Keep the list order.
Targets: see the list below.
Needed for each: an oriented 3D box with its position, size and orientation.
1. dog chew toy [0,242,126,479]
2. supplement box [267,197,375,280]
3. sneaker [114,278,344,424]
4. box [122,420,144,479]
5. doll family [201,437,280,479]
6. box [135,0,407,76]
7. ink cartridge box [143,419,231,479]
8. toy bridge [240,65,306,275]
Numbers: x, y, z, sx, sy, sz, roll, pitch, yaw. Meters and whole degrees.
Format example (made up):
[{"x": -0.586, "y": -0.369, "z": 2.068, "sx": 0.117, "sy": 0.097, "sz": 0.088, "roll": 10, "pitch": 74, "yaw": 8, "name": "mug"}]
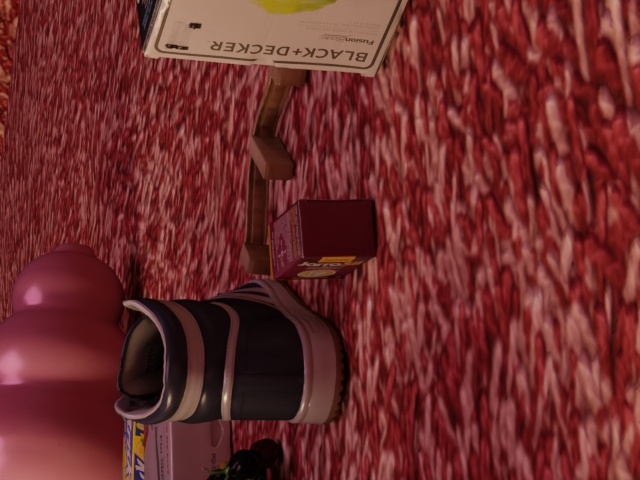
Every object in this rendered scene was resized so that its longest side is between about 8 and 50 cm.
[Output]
[{"x": -0.300, "y": 0.166, "z": 1.952, "sx": 0.206, "sy": 0.207, "sz": 0.331, "roll": 137, "pitch": 141, "yaw": -67, "name": "dog chew toy"}, {"x": 0.000, "y": 0.000, "z": 1.193, "sx": 0.083, "sy": 0.055, "sz": 0.043, "roll": 142, "pitch": 126, "yaw": -69, "name": "supplement box"}, {"x": -0.093, "y": 0.082, "z": 1.322, "sx": 0.282, "sy": 0.153, "sz": 0.099, "roll": -164, "pitch": 76, "yaw": -73, "name": "sneaker"}, {"x": -0.172, "y": 0.230, "z": 1.745, "sx": 0.059, "sy": 0.054, "sz": 0.168, "roll": -165, "pitch": 77, "yaw": -72, "name": "box"}, {"x": -0.052, "y": 0.222, "z": 1.329, "sx": 0.193, "sy": 0.076, "sz": 0.111, "roll": -127, "pitch": 46, "yaw": -57, "name": "doll family"}, {"x": -0.048, "y": -0.253, "z": 1.182, "sx": 0.087, "sy": 0.169, "sz": 0.290, "roll": 116, "pitch": 152, "yaw": -49, "name": "box"}, {"x": -0.126, "y": 0.188, "z": 1.592, "sx": 0.135, "sy": 0.056, "sz": 0.099, "roll": 135, "pitch": 135, "yaw": -67, "name": "ink cartridge box"}, {"x": -0.041, "y": -0.069, "z": 1.383, "sx": 0.063, "sy": 0.026, "sz": 0.188, "roll": -118, "pitch": 34, "yaw": -60, "name": "toy bridge"}]
